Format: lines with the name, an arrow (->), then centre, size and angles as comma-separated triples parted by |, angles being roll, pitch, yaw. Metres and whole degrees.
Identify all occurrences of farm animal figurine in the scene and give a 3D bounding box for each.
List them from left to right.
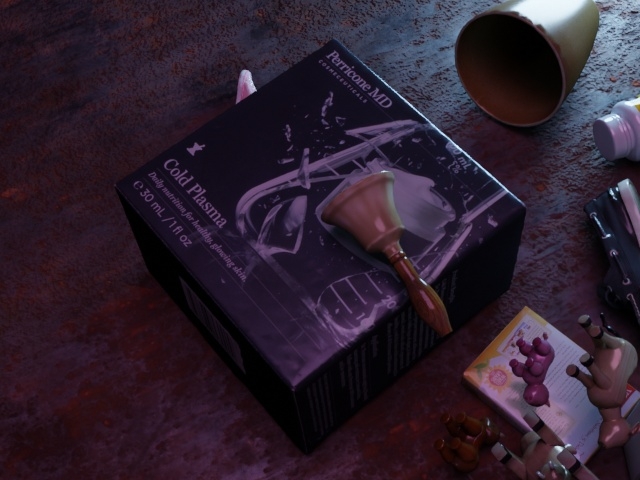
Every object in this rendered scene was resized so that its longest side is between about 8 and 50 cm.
farm animal figurine -> 0.352, 0.307, 1.431 | 0.330, 0.172, 0.327 | -37, 30, 20

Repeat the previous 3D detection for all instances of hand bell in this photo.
hand bell -> 0.114, 0.034, 1.388 | 0.126, 0.126, 0.242 | -28, 75, -12

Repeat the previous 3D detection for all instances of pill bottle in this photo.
pill bottle -> 0.625, -0.220, 1.805 | 0.215, 0.117, 0.117 | -19, 60, -7

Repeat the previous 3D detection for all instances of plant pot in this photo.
plant pot -> 0.426, -0.385, 1.874 | 0.237, 0.237, 0.254 | 33, 53, 21

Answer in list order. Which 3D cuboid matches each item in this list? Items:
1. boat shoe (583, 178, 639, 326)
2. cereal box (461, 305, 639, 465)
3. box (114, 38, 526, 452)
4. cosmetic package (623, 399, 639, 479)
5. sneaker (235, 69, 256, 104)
boat shoe -> 0.525, 0.061, 1.658 | 0.113, 0.127, 0.340 | -21, 64, 26
cereal box -> 0.378, 0.244, 1.595 | 0.240, 0.047, 0.173 | 40, 71, 22
box -> 0.000, 0.000, 1.629 | 0.471, 0.297, 0.480 | -36, 64, -18
cosmetic package -> 0.675, 0.350, 1.351 | 0.393, 0.327, 0.329 | -5, 59, 1
sneaker -> -0.133, -0.280, 1.937 | 0.070, 0.051, 0.134 | 3, 64, 4
